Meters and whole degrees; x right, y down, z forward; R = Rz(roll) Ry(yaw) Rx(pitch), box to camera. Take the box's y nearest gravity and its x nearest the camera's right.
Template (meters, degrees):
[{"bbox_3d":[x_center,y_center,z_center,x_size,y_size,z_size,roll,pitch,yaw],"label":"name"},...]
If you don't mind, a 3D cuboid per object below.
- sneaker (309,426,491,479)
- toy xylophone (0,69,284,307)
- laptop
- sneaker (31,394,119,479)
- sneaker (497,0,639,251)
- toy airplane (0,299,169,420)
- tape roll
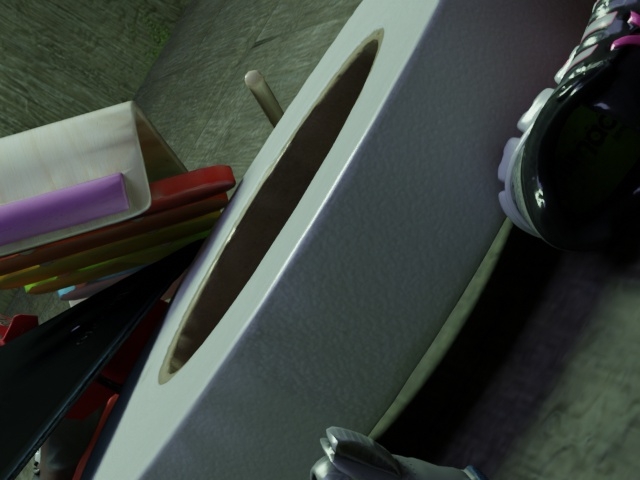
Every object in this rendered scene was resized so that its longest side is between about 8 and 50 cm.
[{"bbox_3d":[-0.024,0.177,0.490,0.281,0.115,0.105,-59,12,0],"label":"sneaker"},{"bbox_3d":[-0.121,-0.024,1.144,0.236,0.081,0.323,-18,-11,10],"label":"toy xylophone"},{"bbox_3d":[-0.232,0.242,1.037,0.382,0.236,0.408,-55,-31,-60],"label":"laptop"},{"bbox_3d":[-0.207,0.156,1.375,0.158,0.065,0.061,-60,12,-5],"label":"sneaker"},{"bbox_3d":[0.121,-0.064,0.626,0.170,0.063,0.075,-60,11,18],"label":"sneaker"},{"bbox_3d":[-0.166,0.081,1.200,0.151,0.151,0.028,-49,27,38],"label":"toy airplane"},{"bbox_3d":[0.000,0.000,0.863,0.392,0.072,0.392,-57,8,13],"label":"tape roll"}]
